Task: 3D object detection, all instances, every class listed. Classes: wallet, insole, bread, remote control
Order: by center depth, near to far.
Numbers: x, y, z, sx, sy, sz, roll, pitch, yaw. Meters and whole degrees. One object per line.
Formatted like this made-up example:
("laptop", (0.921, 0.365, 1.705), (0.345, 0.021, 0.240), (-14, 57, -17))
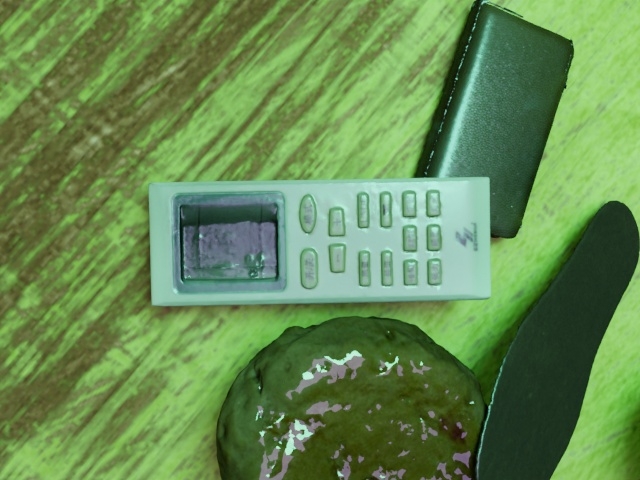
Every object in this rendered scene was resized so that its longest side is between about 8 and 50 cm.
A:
("bread", (0.029, 0.169, 0.534), (0.229, 0.123, 0.230), (0, 89, -11))
("remote control", (0.000, 0.000, 0.539), (0.277, 0.055, 0.103), (-1, 91, -2))
("insole", (0.214, 0.086, 0.561), (0.111, 0.007, 0.328), (50, 61, -22))
("wallet", (0.158, -0.108, 0.595), (0.110, 0.031, 0.198), (18, 88, -11))
